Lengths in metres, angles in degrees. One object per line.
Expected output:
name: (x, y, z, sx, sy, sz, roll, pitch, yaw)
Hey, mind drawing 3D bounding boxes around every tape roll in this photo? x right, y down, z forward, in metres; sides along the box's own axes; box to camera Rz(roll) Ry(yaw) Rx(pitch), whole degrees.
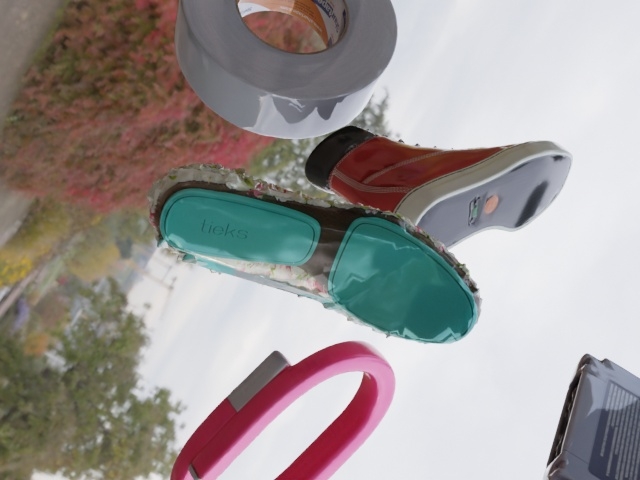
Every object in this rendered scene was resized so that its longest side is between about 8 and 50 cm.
tape roll: (-0.036, -0.213, 0.804, 0.219, 0.219, 0.072, -65, -177, -31)

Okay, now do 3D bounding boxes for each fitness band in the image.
fitness band: (-0.037, 0.227, 0.905, 0.291, 0.209, 0.054, -45, -132, 4)

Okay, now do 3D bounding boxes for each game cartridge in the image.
game cartridge: (0.414, 0.291, 1.064, 0.297, 0.198, 0.062, -46, 169, -52)

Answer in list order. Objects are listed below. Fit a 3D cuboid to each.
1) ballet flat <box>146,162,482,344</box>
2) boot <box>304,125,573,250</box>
ballet flat: (0.000, 0.000, 0.549, 0.077, 0.241, 0.091, -103, -143, -68)
boot: (0.113, -0.075, 0.767, 0.176, 0.244, 0.088, 38, -49, 40)
